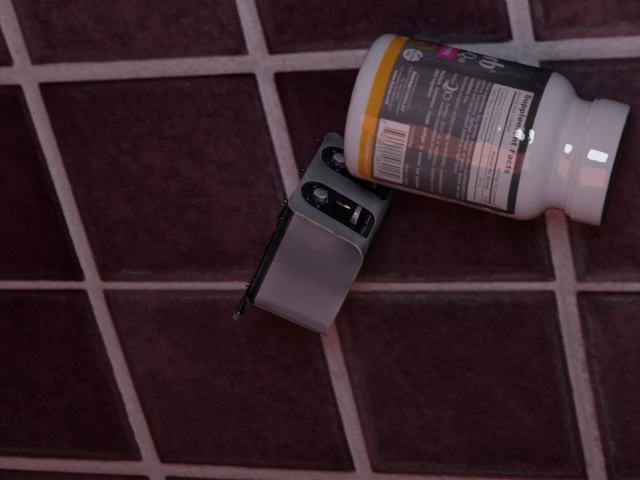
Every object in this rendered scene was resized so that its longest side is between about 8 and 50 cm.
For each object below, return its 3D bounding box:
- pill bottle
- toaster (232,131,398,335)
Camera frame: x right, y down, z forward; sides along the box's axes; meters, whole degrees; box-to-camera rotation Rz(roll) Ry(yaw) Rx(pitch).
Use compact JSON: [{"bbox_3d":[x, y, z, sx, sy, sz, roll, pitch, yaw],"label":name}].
[{"bbox_3d":[0.176,-0.112,1.890,0.278,0.162,0.162,15,127,11],"label":"pill bottle"},{"bbox_3d":[0.000,0.000,2.033,0.110,0.168,0.185,27,128,2],"label":"toaster"}]
